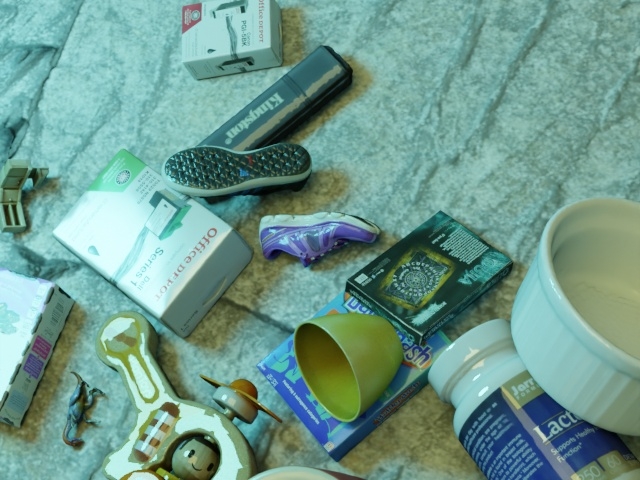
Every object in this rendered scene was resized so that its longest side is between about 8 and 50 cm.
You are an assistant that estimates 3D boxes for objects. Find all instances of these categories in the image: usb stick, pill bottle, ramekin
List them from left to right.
[{"bbox_3d":[-0.076,-0.166,2.051,0.278,0.045,0.077,-39,64,-2],"label":"usb stick"},{"bbox_3d":[0.251,0.229,1.735,0.153,0.153,0.264,-37,64,-1],"label":"pill bottle"},{"bbox_3d":[0.356,0.092,1.707,0.277,0.135,0.277,14,43,-14],"label":"ramekin"}]

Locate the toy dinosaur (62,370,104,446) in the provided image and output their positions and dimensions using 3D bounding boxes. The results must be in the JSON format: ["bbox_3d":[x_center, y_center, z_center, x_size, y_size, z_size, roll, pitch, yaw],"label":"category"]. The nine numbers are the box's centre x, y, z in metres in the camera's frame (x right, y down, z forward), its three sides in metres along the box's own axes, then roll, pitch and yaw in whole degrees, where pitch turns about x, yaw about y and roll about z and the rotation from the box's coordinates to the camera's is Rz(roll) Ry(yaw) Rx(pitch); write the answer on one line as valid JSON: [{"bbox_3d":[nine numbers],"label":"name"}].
[{"bbox_3d":[-0.324,0.232,1.975,0.082,0.047,0.090,-58,32,-1],"label":"toy dinosaur"}]

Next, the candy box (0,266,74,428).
[{"bbox_3d":[-0.455,0.138,2.020,0.165,0.070,0.196,14,73,21],"label":"candy box"}]

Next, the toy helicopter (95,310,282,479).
[{"bbox_3d":[-0.185,0.217,1.882,0.235,0.140,0.355,-36,54,4],"label":"toy helicopter"}]

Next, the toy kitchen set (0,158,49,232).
[{"bbox_3d":[-0.417,-0.064,2.098,0.068,0.083,0.075,-1,61,-30],"label":"toy kitchen set"}]

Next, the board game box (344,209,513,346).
[{"bbox_3d":[0.139,0.045,1.865,0.126,0.026,0.186,37,53,25],"label":"board game box"}]

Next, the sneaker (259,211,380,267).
[{"bbox_3d":[0.000,0.000,1.962,0.170,0.068,0.071,-3,83,24],"label":"sneaker"}]

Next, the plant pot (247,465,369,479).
[{"bbox_3d":[-0.004,0.380,1.697,0.275,0.243,0.275,-6,67,13],"label":"plant pot"}]

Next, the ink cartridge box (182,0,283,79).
[{"bbox_3d":[-0.127,-0.294,2.111,0.135,0.056,0.099,-9,66,13],"label":"ink cartridge box"}]

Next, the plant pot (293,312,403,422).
[{"bbox_3d":[0.044,0.141,1.803,0.095,0.134,0.134,-25,59,-29],"label":"plant pot"}]

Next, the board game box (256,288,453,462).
[{"bbox_3d":[0.048,0.153,1.883,0.210,0.047,0.160,-41,64,-4],"label":"board game box"}]

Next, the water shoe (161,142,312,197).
[{"bbox_3d":[-0.112,-0.082,1.986,0.203,0.080,0.073,-3,64,-6],"label":"water shoe"}]

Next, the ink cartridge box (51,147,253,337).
[{"bbox_3d":[-0.226,0.003,1.998,0.219,0.092,0.160,34,81,26],"label":"ink cartridge box"}]
